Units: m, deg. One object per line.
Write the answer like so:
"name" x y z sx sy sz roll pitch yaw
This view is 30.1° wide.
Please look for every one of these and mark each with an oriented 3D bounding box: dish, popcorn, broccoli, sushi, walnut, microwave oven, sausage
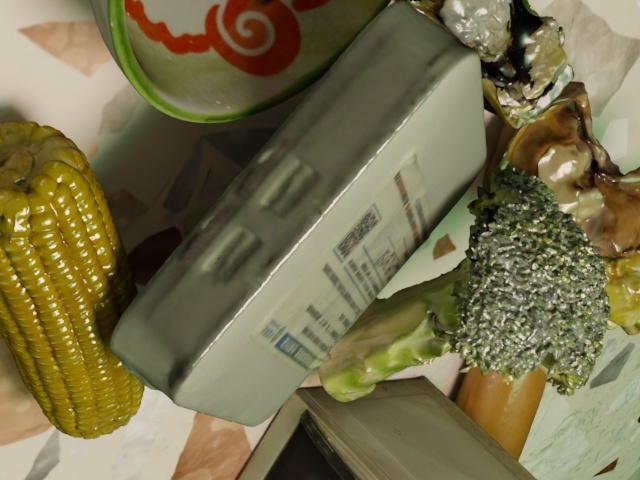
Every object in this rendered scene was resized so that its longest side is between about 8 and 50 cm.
"dish" -0.060 -0.258 0.918 0.324 0.124 0.324 -34 149 -24
"popcorn" 0.408 0.026 1.599 0.204 0.221 0.184 -40 148 -36
"broccoli" 0.140 0.099 1.308 0.221 0.252 0.361 24 121 -39
"sushi" 0.175 -0.225 1.194 0.139 0.131 0.291 -48 137 3
"walnut" 0.290 -0.064 1.448 0.238 0.141 0.204 43 83 -16
"microwave oven" 0.117 0.390 1.486 0.333 0.394 0.247 4 120 -48
"sausage" 0.260 0.228 1.738 0.134 0.116 0.354 -6 125 -31

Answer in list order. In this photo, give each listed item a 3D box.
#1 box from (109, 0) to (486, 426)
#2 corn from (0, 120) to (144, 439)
"box" -0.001 -0.001 1.137 0.396 0.111 0.396 -49 165 -4
"corn" -0.223 0.048 1.031 0.131 0.131 0.344 -33 145 -20
